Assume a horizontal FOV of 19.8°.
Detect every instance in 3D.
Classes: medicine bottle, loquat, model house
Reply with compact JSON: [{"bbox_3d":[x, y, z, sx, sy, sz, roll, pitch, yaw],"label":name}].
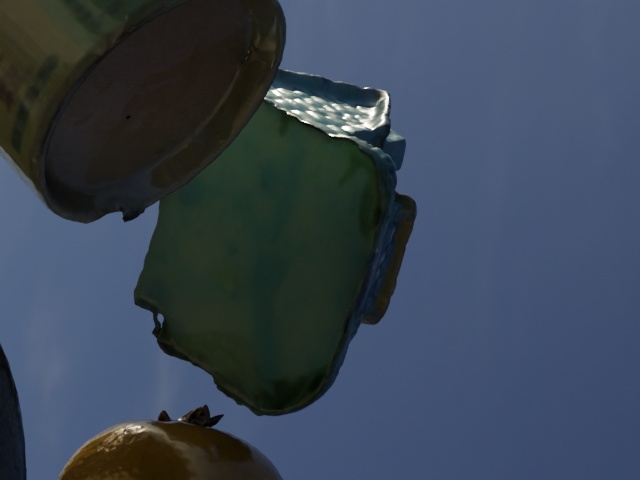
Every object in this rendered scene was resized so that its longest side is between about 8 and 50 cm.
[{"bbox_3d":[-0.238,-0.230,1.423,0.406,0.236,0.235,46,-57,23],"label":"medicine bottle"},{"bbox_3d":[-0.126,0.242,1.535,0.208,0.208,0.208,-27,-122,53],"label":"loquat"},{"bbox_3d":[0.000,0.000,1.663,0.226,0.241,0.261,28,-71,26],"label":"model house"}]

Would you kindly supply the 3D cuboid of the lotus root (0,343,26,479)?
[{"bbox_3d":[-0.261,0.187,1.154,0.140,0.158,0.322,-13,-101,52],"label":"lotus root"}]
